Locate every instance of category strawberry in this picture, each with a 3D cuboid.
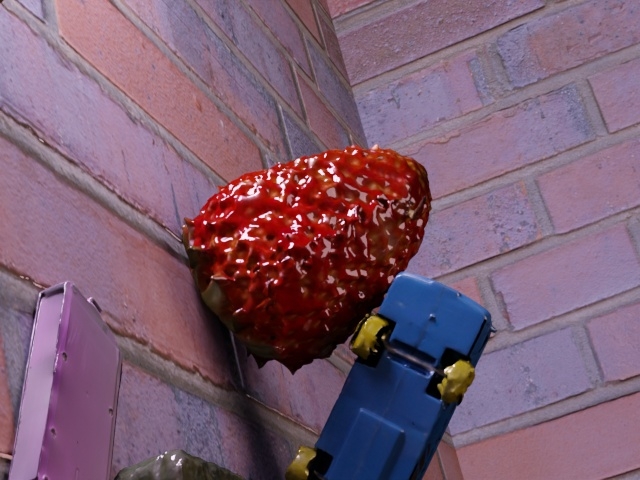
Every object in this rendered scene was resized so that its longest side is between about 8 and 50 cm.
[{"bbox_3d":[0.001,0.001,1.681,0.292,0.343,0.292,56,0,-1],"label":"strawberry"}]

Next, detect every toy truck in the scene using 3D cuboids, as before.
[{"bbox_3d":[0.082,0.232,1.633,0.385,0.161,0.162,-66,167,2],"label":"toy truck"}]

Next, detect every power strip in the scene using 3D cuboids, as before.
[{"bbox_3d":[-0.229,0.158,1.184,0.279,0.037,0.109,-94,159,-50],"label":"power strip"}]

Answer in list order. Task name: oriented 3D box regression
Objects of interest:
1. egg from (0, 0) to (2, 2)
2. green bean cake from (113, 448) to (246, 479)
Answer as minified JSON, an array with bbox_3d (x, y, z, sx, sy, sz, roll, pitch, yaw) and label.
[{"bbox_3d":[-0.324,-0.286,0.910,0.374,0.301,0.301,123,-52,-85],"label":"egg"},{"bbox_3d":[-0.124,0.312,1.248,0.183,0.094,0.185,45,27,-61],"label":"green bean cake"}]
